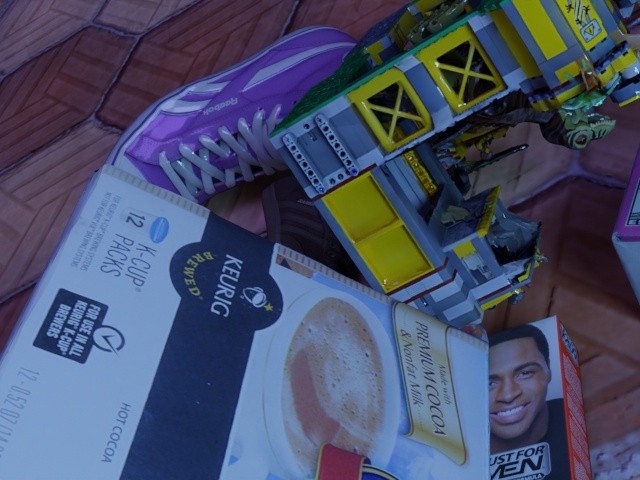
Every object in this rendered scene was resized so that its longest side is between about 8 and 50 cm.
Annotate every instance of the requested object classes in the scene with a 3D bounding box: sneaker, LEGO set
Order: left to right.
[{"bbox_3d":[-0.070,-0.088,0.976,0.282,0.102,0.161,-37,32,0],"label":"sneaker"},{"bbox_3d":[0.000,0.000,0.865,0.071,0.066,0.188,-26,39,6],"label":"sneaker"},{"bbox_3d":[0.130,-0.074,0.718,0.255,0.192,0.331,-30,14,18],"label":"LEGO set"}]

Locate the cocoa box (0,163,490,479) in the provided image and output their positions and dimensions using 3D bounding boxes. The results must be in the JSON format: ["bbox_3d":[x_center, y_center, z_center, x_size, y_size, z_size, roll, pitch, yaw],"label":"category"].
[{"bbox_3d":[-0.073,0.182,0.485,0.231,0.228,0.347,-59,12,35],"label":"cocoa box"}]

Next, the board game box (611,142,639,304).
[{"bbox_3d":[0.329,-0.092,0.679,0.224,0.097,0.303,-2,47,37],"label":"board game box"}]

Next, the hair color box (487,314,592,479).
[{"bbox_3d":[0.120,0.118,0.658,0.072,0.043,0.141,-20,39,23],"label":"hair color box"}]
